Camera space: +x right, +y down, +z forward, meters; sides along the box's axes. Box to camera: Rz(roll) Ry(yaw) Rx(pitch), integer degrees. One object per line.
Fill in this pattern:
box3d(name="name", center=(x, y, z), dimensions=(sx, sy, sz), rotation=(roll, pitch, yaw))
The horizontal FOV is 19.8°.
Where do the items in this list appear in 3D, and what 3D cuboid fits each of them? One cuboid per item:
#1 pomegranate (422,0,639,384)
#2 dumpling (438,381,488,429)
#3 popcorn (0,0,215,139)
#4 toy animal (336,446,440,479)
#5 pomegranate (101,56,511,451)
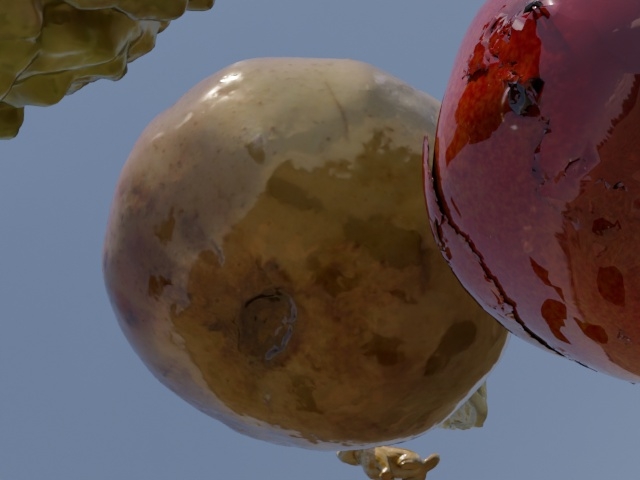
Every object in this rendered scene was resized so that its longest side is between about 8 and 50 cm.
box3d(name="pomegranate", center=(0.153, -0.029, 0.826), dimensions=(0.210, 0.210, 0.235), rotation=(-37, -41, -11))
box3d(name="dumpling", center=(0.112, 0.103, 2.105), dimensions=(0.131, 0.252, 0.179), rotation=(-13, -7, -34))
box3d(name="popcorn", center=(-0.148, -0.172, 0.825), dimensions=(0.212, 0.259, 0.259), rotation=(-4, -32, 9))
box3d(name="toy animal", center=(0.058, 0.191, 1.674), dimensions=(0.081, 0.083, 0.060), rotation=(-28, -44, -10))
box3d(name="pomegranate", center=(0.000, 0.000, 1.476), dimensions=(0.338, 0.338, 0.338), rotation=(-30, -33, -22))
